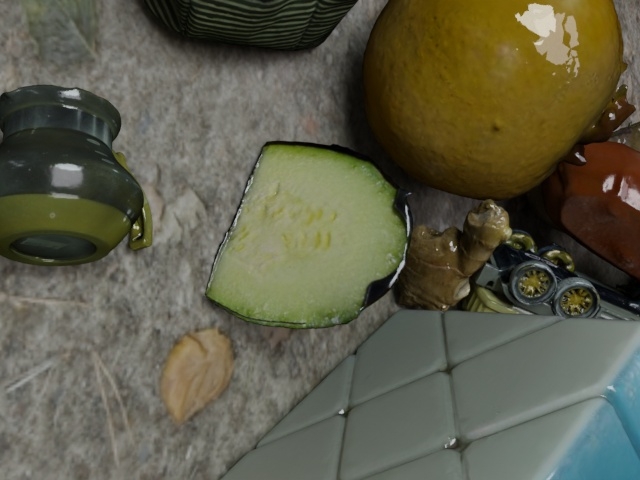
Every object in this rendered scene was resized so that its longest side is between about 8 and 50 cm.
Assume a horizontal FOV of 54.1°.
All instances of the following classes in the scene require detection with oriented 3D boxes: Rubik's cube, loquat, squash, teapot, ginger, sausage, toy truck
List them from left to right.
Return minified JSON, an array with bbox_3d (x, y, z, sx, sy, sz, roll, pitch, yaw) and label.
[{"bbox_3d":[-0.197,-0.043,0.502,0.166,0.130,0.119,32,48,-59],"label":"teapot"},{"bbox_3d":[0.004,0.008,0.620,0.192,0.184,0.085,-70,156,-15],"label":"squash"},{"bbox_3d":[0.138,0.009,0.688,0.067,0.165,0.096,-12,54,-46],"label":"ginger"},{"bbox_3d":[0.138,0.275,0.549,0.322,0.319,0.316,-38,106,-28],"label":"Rubik's cube"},{"bbox_3d":[0.183,-0.174,0.648,0.275,0.275,0.275,4,83,-31],"label":"loquat"},{"bbox_3d":[0.291,0.106,0.734,0.272,0.124,0.157,23,112,-3],"label":"toy truck"},{"bbox_3d":[0.371,-0.021,0.710,0.258,0.133,0.133,35,63,13],"label":"sausage"}]

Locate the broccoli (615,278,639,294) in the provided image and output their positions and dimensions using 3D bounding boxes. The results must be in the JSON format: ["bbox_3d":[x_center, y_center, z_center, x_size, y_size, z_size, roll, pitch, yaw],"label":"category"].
[{"bbox_3d":[0.610,0.099,0.874,0.413,0.310,0.321,-18,95,-13],"label":"broccoli"}]

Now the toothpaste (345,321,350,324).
[{"bbox_3d":[0.049,0.061,0.692,0.083,0.017,0.020,-37,105,-29],"label":"toothpaste"}]

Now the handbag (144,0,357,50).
[{"bbox_3d":[-0.044,-0.359,0.550,0.247,0.240,0.340,1,86,-27],"label":"handbag"}]

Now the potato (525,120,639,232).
[{"bbox_3d":[0.382,-0.078,0.848,0.243,0.098,0.138,-19,87,-15],"label":"potato"}]
